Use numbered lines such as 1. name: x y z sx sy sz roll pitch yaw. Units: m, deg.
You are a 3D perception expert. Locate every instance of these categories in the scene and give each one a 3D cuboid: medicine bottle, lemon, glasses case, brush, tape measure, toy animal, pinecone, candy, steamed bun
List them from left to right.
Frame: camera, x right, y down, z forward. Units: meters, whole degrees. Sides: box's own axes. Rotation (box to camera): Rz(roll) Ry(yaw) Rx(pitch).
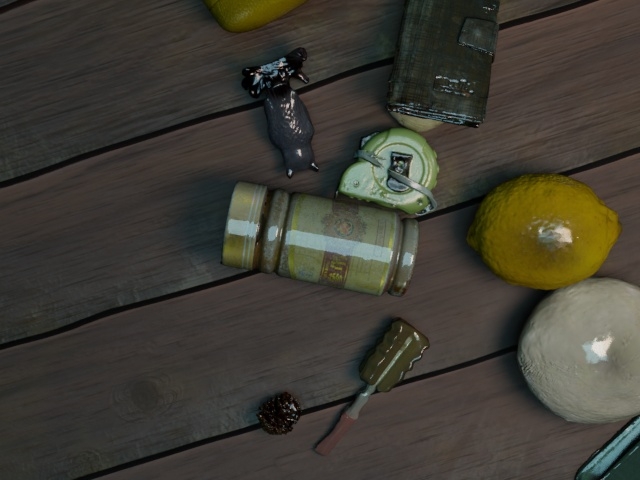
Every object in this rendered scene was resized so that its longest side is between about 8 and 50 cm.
1. pinecone: -0.075 0.317 1.547 0.077 0.077 0.083 40 71 -5
2. toy animal: -0.048 -0.215 1.464 0.121 0.117 0.210 -21 94 -5
3. glasses case: -0.026 -0.478 1.404 0.371 0.173 0.141 -34 100 3
4. medicine bottle: 0.000 0.000 1.469 0.322 0.151 0.151 11 96 -2
5. brush: 0.084 0.278 1.549 0.084 0.071 0.301 35 100 -8
6. tape measure: 0.130 -0.123 1.491 0.177 0.087 0.154 16 92 -5
7. steamed bun: 0.183 -0.253 1.473 0.112 0.091 0.130 37 94 -5
8. lemon: 0.380 -0.016 1.451 0.260 0.204 0.204 -2 97 14
9. candy: 0.490 0.197 1.482 0.295 0.185 0.296 0 96 -3

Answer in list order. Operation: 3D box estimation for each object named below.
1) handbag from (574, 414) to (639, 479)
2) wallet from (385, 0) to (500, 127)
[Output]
1. handbag: 0.658 0.428 1.562 0.238 0.089 0.326 43 95 -6
2. wallet: 0.216 -0.350 1.430 0.168 0.044 0.317 12 72 0
